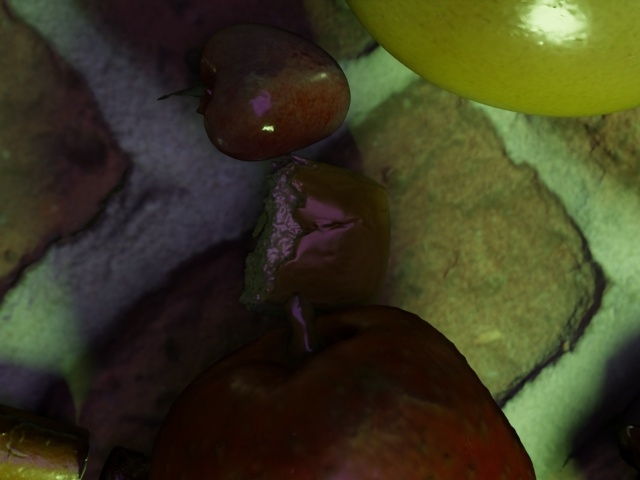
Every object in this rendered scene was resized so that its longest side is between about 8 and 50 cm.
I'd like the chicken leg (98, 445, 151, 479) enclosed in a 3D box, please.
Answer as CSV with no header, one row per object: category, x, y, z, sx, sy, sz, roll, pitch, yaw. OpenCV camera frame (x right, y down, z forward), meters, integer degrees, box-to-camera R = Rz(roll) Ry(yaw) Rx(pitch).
chicken leg,-0.225,0.340,0.864,0.158,0.096,0.407,45,75,-32

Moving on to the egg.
egg,0.153,-0.214,0.814,0.322,0.250,0.250,20,92,-22

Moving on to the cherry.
cherry,-0.039,-0.113,0.859,0.126,0.087,0.106,-24,72,-27

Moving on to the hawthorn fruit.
hawthorn fruit,0.013,0.174,0.823,0.275,0.275,0.300,-18,106,-12

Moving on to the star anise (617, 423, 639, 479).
star anise,0.340,0.232,0.981,0.220,0.126,0.190,24,78,6

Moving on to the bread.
bread,0.000,0.001,0.888,0.106,0.082,0.125,9,92,-9

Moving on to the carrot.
carrot,-0.281,0.133,0.841,0.225,0.067,0.067,21,92,-17
